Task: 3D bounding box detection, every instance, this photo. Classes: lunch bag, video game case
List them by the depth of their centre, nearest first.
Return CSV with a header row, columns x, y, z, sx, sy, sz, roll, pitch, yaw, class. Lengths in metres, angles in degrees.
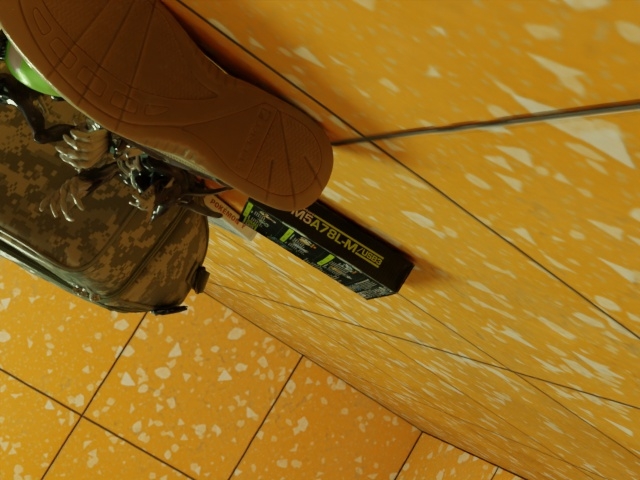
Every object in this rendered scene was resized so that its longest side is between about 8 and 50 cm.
x,y,z,sx,sy,sz,roll,pitch,yaw,class
-0.294,-0.045,1.371,0.305,0.213,0.256,27,168,19,lunch bag
-0.204,-0.076,1.536,0.201,0.023,0.183,25,169,42,video game case

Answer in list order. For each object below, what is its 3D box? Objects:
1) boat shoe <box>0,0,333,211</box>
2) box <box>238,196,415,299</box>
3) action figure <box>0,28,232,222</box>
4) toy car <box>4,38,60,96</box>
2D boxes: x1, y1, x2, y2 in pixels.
x,y,z,sx,sy,sz,roll,pitch,yaw,class
-0.121,-0.110,0.832,0.285,0.103,0.092,29,168,-26,boat shoe
0.000,0.000,1.208,0.184,0.045,0.190,34,172,-2,box
-0.227,-0.092,1.115,0.275,0.141,0.164,35,140,4,action figure
-0.272,-0.157,0.902,0.224,0.239,0.053,4,-141,-23,toy car
